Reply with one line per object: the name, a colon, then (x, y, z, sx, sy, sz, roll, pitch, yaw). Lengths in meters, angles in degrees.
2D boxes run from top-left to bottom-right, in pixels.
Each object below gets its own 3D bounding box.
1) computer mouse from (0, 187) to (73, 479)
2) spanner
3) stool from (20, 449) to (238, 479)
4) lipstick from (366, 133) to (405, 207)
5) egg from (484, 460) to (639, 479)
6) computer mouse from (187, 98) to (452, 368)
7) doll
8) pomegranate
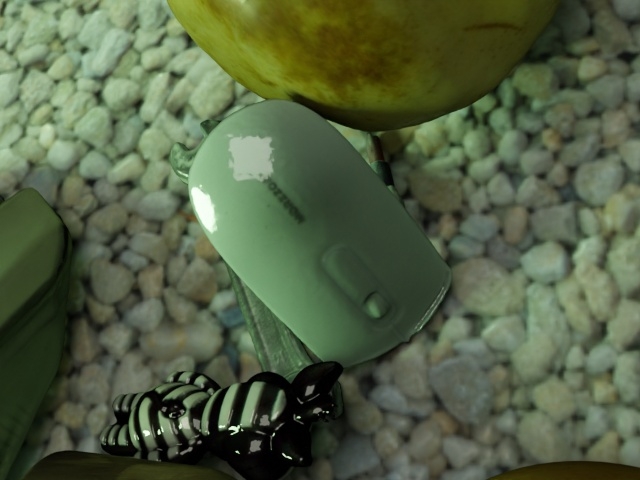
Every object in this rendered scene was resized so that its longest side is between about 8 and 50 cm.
computer mouse: (-0.356, 0.121, 0.958, 0.228, 0.145, 0.428, 10, 62, 25)
spanner: (-0.058, 0.029, 0.984, 0.071, 0.017, 0.302, -30, 65, 12)
stool: (-0.075, 0.246, 0.820, 0.264, 0.179, 0.179, 2, 72, 21)
lipstick: (0.051, -0.042, 0.965, 0.025, 0.025, 0.107, -18, 59, 13)
egg: (0.183, 0.261, 0.681, 0.323, 0.250, 0.250, 21, 79, 14)
computer mouse: (0.000, 0.000, 0.872, 0.128, 0.231, 0.079, -41, 21, 5)
doll: (-0.076, 0.140, 0.911, 0.219, 0.067, 0.091, -8, 46, 34)
pomegranate: (0.038, -0.248, 0.894, 0.333, 0.332, 0.332, -7, 69, 18)
